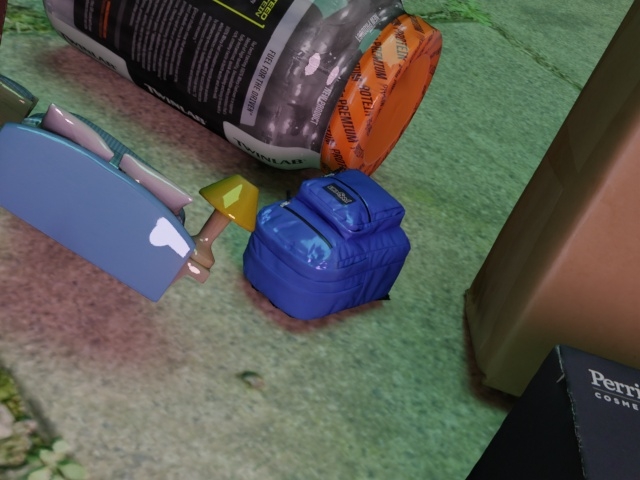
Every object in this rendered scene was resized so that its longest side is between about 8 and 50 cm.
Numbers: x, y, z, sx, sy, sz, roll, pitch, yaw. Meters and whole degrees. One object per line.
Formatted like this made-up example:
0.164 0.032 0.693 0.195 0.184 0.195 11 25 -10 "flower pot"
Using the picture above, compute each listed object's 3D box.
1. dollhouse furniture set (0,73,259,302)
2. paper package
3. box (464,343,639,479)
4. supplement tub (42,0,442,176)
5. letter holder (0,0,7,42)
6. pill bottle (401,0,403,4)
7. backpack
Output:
-0.163 -0.132 0.720 0.303 0.198 0.286 35 5 -12 "dollhouse furniture set"
0.321 0.003 0.764 0.309 0.325 0.168 22 28 -5 "paper package"
0.250 0.260 0.496 0.343 0.179 0.312 19 34 -8 "box"
-0.071 -0.203 0.927 0.338 0.207 0.207 32 34 13 "supplement tub"
-0.252 -0.018 0.463 0.152 0.302 0.214 16 33 -12 "letter holder"
-0.008 -0.347 1.242 0.130 0.130 0.246 -2 41 -34 "pill bottle"
0.000 0.000 0.783 0.120 0.101 0.098 -20 46 -42 "backpack"
